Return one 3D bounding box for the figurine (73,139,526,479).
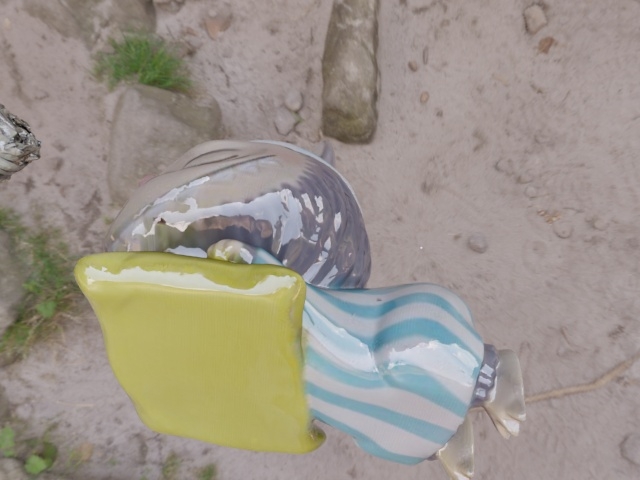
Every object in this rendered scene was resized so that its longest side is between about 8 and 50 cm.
[{"bbox_3d":[0.000,0.000,0.666,0.361,0.266,0.378,17,47,-2],"label":"figurine"}]

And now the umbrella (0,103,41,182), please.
[{"bbox_3d":[-0.557,-0.061,0.932,0.357,0.106,0.113,-37,107,-6],"label":"umbrella"}]
